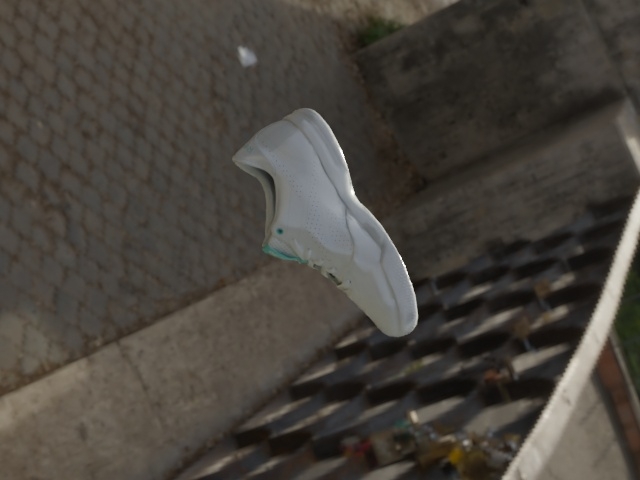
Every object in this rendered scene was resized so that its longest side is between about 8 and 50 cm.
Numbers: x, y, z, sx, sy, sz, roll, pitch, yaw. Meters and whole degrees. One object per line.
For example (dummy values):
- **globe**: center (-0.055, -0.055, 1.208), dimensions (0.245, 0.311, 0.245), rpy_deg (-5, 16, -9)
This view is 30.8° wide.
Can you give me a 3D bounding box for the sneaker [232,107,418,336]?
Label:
- **sneaker**: center (0.000, 0.000, 0.983), dimensions (0.212, 0.094, 0.080), rpy_deg (60, -18, -2)
